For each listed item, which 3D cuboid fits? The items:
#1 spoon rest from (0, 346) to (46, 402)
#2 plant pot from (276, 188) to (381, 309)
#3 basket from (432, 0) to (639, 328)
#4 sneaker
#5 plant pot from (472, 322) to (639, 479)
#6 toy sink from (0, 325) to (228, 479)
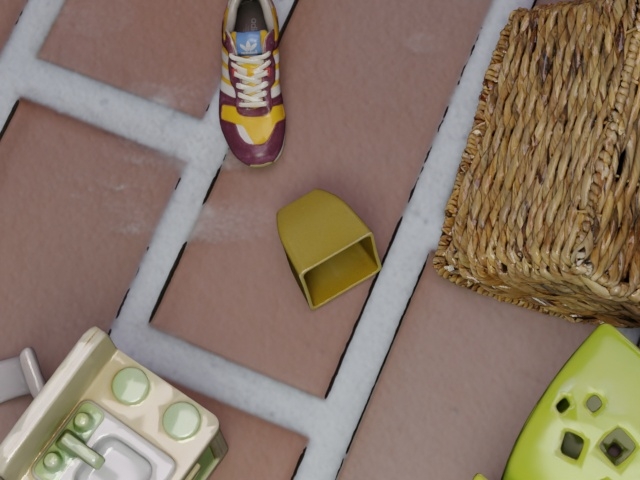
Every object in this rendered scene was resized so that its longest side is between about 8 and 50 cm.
[{"bbox_3d":[-0.384,0.165,1.717,0.276,0.084,0.137,-18,93,6],"label":"spoon rest"},{"bbox_3d":[0.000,0.000,1.754,0.081,0.081,0.083,-30,63,-7],"label":"plant pot"},{"bbox_3d":[0.281,-0.070,1.747,0.213,0.223,0.299,23,76,-30],"label":"basket"},{"bbox_3d":[-0.071,-0.166,1.803,0.069,0.084,0.185,-6,72,0],"label":"sneaker"},{"bbox_3d":[0.255,0.233,1.601,0.207,0.227,0.228,-44,77,-5],"label":"plant pot"},{"bbox_3d":[-0.177,0.194,1.618,0.131,0.234,0.153,33,76,12],"label":"toy sink"}]
